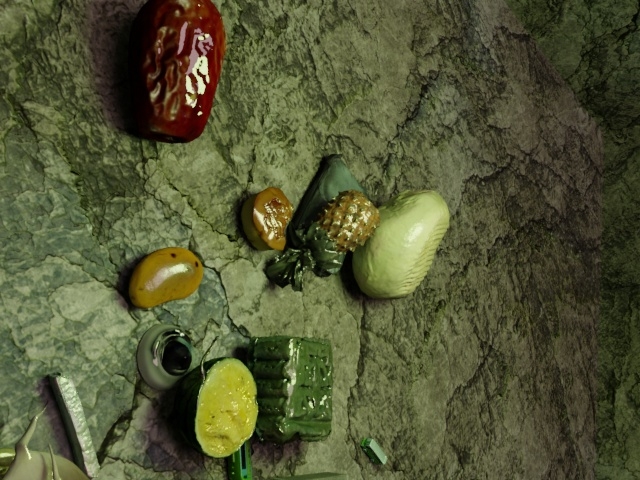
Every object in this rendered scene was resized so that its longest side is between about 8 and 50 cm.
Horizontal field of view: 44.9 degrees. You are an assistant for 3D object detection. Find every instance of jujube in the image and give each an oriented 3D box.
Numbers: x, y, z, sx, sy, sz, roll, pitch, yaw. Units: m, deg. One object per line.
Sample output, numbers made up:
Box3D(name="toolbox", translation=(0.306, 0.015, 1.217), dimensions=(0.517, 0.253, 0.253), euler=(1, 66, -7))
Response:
Box3D(name="jujube", translation=(-0.309, -0.370, 1.652), dimensions=(0.223, 0.223, 0.317), euler=(11, 82, -48))

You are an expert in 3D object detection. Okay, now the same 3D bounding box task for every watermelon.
Box3D(name="watermelon", translation=(-0.233, 0.342, 1.623), dimensions=(0.232, 0.127, 0.204), euler=(56, 47, -40))

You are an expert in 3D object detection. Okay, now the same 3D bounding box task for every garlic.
Box3D(name="garlic", translation=(-0.398, 0.477, 1.279), dimensions=(0.246, 0.232, 0.340), euler=(-51, 131, -50))

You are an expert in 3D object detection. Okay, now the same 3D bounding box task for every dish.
Box3D(name="dish", translation=(-0.301, 0.240, 1.611), dimensions=(0.141, 0.078, 0.141), euler=(16, 68, -47))

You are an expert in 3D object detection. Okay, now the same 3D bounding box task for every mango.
Box3D(name="mango", translation=(-0.325, 0.074, 1.620), dimensions=(0.178, 0.090, 0.115), euler=(-14, 99, -42))

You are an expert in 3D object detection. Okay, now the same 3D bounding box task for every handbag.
Box3D(name="handbag", translation=(0.032, -0.073, 2.095), dimensions=(0.191, 0.075, 0.332), euler=(47, 52, -28))

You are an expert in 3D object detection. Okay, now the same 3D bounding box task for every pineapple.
Box3D(name="pineapple", translation=(0.000, 0.000, 1.929), dimensions=(0.310, 0.141, 0.170), euler=(-41, 78, -18))

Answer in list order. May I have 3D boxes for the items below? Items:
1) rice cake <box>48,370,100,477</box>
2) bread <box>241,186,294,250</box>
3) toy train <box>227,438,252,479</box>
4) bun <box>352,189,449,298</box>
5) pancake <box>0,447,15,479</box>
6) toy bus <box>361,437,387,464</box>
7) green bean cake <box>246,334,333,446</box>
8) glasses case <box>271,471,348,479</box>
Box3D(name="rice cake", translation=(-0.455, 0.342, 1.431), dimensions=(0.034, 0.043, 0.210), euler=(-20, 97, -43))
Box3D(name="bread", translation=(-0.133, -0.057, 1.877), dimensions=(0.125, 0.086, 0.156), euler=(39, 52, -36))
Box3D(name="toy train", translation=(-0.184, 0.463, 1.719), dimensions=(0.042, 0.044, 0.209), euler=(7, 75, -49))
Box3D(name="bun", translation=(0.209, 0.003, 2.144), dimensions=(0.361, 0.213, 0.361), euler=(-54, 161, -28))
Box3D(name="pancake", translation=(-0.544, 0.475, 1.300), dimensions=(0.250, 0.031, 0.250), euler=(14, 71, -48))
Box3D(name="toy bus", translation=(0.144, 0.569, 2.087), dimensions=(0.083, 0.037, 0.031), euler=(56, 44, -23))
Box3D(name="green bean cake", translation=(-0.063, 0.348, 1.799), dimensions=(0.241, 0.132, 0.254), euler=(29, 57, -61))
Box3D(name="glasses case", translation=(-0.023, 0.590, 1.860), dimensions=(0.205, 0.071, 0.047), euler=(13, 75, -48))
